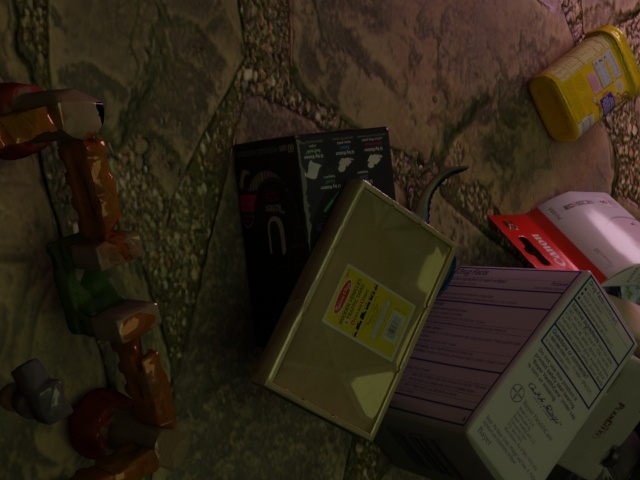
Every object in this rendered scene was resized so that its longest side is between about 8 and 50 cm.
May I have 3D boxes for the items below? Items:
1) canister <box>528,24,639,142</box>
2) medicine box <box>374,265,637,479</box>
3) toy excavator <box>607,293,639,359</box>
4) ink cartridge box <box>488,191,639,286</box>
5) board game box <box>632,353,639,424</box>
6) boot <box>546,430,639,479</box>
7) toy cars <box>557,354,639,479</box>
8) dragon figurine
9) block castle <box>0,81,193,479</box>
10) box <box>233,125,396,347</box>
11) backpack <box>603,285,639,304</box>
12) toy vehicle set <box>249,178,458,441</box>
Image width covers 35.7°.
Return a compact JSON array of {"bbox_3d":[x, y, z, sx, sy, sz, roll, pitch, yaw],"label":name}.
[{"bbox_3d":[0.421,-0.248,1.581,0.170,0.073,0.126,-37,108,-25],"label":"canister"},{"bbox_3d":[0.229,0.181,1.348,0.289,0.263,0.149,-46,113,-23],"label":"medicine box"},{"bbox_3d":[0.571,0.236,1.550,0.433,0.222,0.445,-11,68,-40],"label":"toy excavator"},{"bbox_3d":[0.401,-0.004,1.506,0.232,0.189,0.066,3,125,-34],"label":"ink cartridge box"},{"bbox_3d":[0.557,0.254,1.693,0.186,0.026,0.126,20,79,-30],"label":"board game box"},{"bbox_3d":[0.367,0.373,1.541,0.223,0.118,0.338,50,59,-15],"label":"boot"},{"bbox_3d":[0.407,0.331,1.420,0.176,0.087,0.394,-9,107,-2],"label":"toy cars"},{"bbox_3d":[0.129,0.032,1.390,0.144,0.085,0.289,49,67,-22],"label":"dragon figurine"},{"bbox_3d":[-0.343,0.083,1.029,0.303,0.213,0.453,-27,111,-41],"label":"block castle"},{"bbox_3d":[0.000,0.000,1.262,0.143,0.165,0.270,-10,95,-32],"label":"box"},{"bbox_3d":[0.483,0.055,1.613,0.105,0.084,0.114,-15,95,-33],"label":"backpack"},{"bbox_3d":[0.046,0.082,1.172,0.166,0.035,0.267,33,74,-27],"label":"toy vehicle set"}]
